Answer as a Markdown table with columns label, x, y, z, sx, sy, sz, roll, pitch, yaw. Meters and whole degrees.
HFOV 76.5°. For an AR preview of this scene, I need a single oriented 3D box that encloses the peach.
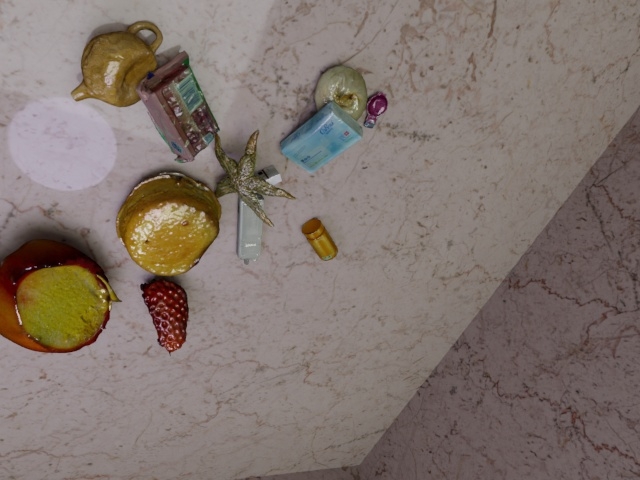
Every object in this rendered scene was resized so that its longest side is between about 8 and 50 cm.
| label | x | y | z | sx | sy | sz | roll | pitch | yaw |
| --- | --- | --- | --- | --- | --- | --- | --- | --- | --- |
| peach | -0.900 | 0.176 | 1.334 | 0.334 | 0.311 | 0.405 | -62 | 150 | -27 |

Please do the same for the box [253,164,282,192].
| label | x | y | z | sx | sy | sz | roll | pitch | yaw |
| --- | --- | --- | --- | --- | --- | --- | --- | --- | --- |
| box | -0.232 | -0.226 | 1.540 | 0.155 | 0.084 | 0.040 | -25 | 129 | -9 |

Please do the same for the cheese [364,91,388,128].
| label | x | y | z | sx | sy | sz | roll | pitch | yaw |
| --- | --- | --- | --- | --- | --- | --- | --- | --- | --- |
| cheese | 0.217 | -0.511 | 1.601 | 0.096 | 0.038 | 0.145 | 5 | 125 | -28 |

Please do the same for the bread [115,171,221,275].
| label | x | y | z | sx | sy | sz | roll | pitch | yaw |
| --- | --- | --- | --- | --- | --- | --- | --- | --- | --- |
| bread | -0.521 | -0.049 | 1.441 | 0.337 | 0.204 | 0.358 | 25 | 107 | -42 |

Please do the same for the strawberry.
| label | x | y | z | sx | sy | sz | roll | pitch | yaw |
| --- | --- | --- | --- | --- | --- | --- | --- | --- | --- |
| strawberry | -0.585 | 0.267 | 1.588 | 0.150 | 0.280 | 0.253 | -24 | 120 | -14 |

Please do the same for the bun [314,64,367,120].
| label | x | y | z | sx | sy | sz | roll | pitch | yaw |
| --- | --- | --- | --- | --- | --- | --- | --- | --- | --- |
| bun | 0.084 | -0.515 | 1.473 | 0.223 | 0.127 | 0.222 | -15 | 130 | -18 |

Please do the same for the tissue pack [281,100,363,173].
| label | x | y | z | sx | sy | sz | roll | pitch | yaw |
| --- | --- | --- | --- | --- | --- | --- | --- | --- | --- |
| tissue pack | 0.004 | -0.368 | 1.491 | 0.263 | 0.089 | 0.177 | -31 | 138 | 33 |

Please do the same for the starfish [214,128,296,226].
| label | x | y | z | sx | sy | sz | roll | pitch | yaw |
| --- | --- | --- | --- | --- | --- | --- | --- | --- | --- |
| starfish | -0.252 | -0.217 | 1.413 | 0.078 | 0.359 | 0.346 | -42 | 144 | -57 |

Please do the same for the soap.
| label | x | y | z | sx | sy | sz | roll | pitch | yaw |
| --- | --- | --- | --- | --- | --- | --- | --- | --- | --- |
| soap | -0.425 | -0.399 | 1.253 | 0.217 | 0.098 | 0.273 | -49 | 150 | -21 |

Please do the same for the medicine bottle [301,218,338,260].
| label | x | y | z | sx | sy | sz | roll | pitch | yaw |
| --- | --- | --- | --- | --- | --- | --- | --- | --- | --- |
| medicine bottle | 0.000 | 0.000 | 1.806 | 0.096 | 0.096 | 0.191 | -35 | 131 | -1 |

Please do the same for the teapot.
| label | x | y | z | sx | sy | sz | roll | pitch | yaw |
| --- | --- | --- | --- | --- | --- | --- | --- | --- | --- |
| teapot | -0.574 | -0.502 | 1.137 | 0.167 | 0.203 | 0.311 | 34 | 80 | 2 |

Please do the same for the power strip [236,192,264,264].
| label | x | y | z | sx | sy | sz | roll | pitch | yaw |
| --- | --- | --- | --- | --- | --- | --- | --- | --- | --- |
| power strip | -0.289 | -0.045 | 1.654 | 0.098 | 0.058 | 0.337 | -6 | 124 | -24 |
